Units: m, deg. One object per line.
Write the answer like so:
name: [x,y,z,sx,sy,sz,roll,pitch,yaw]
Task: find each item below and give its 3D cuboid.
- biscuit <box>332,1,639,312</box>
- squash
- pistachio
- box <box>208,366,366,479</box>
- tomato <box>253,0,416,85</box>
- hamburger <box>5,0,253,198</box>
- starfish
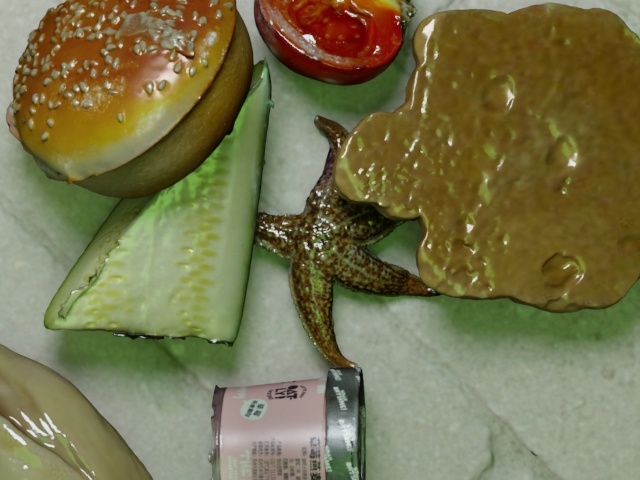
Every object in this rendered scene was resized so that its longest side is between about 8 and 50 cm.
biscuit: [0.191,-0.070,1.677,0.376,0.051,0.269,-3,88,-14]
squash: [-0.142,-0.045,1.651,0.169,0.093,0.252,4,102,-16]
pistachio: [-0.234,0.225,1.652,0.293,0.181,0.162,51,54,-10]
box: [-0.028,0.186,1.670,0.135,0.151,0.151,-2,97,5]
tomato: [0.006,-0.197,1.655,0.139,0.091,0.159,12,65,-11]
hamburger: [-0.155,-0.134,1.586,0.147,0.237,0.237,37,93,-31]
starfish: [0.001,0.000,1.693,0.238,0.057,0.213,14,88,-6]
